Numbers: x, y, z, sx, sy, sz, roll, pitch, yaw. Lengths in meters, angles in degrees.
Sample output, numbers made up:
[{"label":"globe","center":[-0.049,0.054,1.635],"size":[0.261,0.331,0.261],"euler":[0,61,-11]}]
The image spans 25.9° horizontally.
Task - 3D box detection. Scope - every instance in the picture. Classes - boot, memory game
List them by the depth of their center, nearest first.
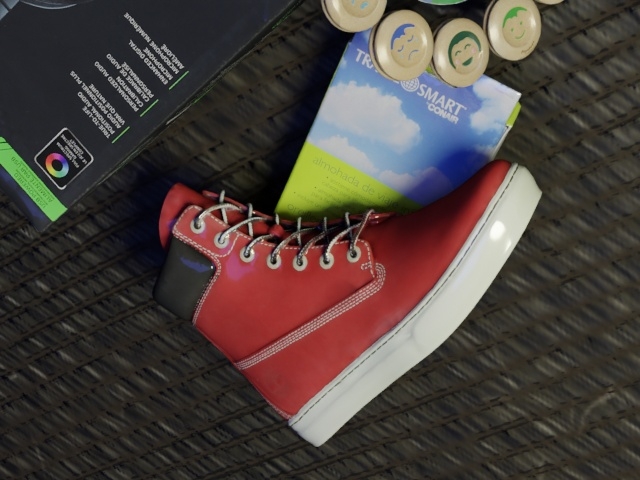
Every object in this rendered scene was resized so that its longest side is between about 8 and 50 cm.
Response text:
[{"label":"memory game","center":[0.067,-0.171,0.720],"size":[0.012,0.186,0.186],"euler":[14,128,58]},{"label":"boot","center":[0.000,0.000,0.823],"size":[0.176,0.088,0.244],"euler":[42,128,-2]}]

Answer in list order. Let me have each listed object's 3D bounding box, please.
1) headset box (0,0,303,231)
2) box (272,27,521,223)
[{"label":"headset box","center":[-0.145,-0.181,0.807],"size":[0.283,0.131,0.246],"euler":[-37,98,32]},{"label":"box","center":[0.044,-0.047,0.854],"size":[0.109,0.042,0.178],"euler":[28,123,5]}]
